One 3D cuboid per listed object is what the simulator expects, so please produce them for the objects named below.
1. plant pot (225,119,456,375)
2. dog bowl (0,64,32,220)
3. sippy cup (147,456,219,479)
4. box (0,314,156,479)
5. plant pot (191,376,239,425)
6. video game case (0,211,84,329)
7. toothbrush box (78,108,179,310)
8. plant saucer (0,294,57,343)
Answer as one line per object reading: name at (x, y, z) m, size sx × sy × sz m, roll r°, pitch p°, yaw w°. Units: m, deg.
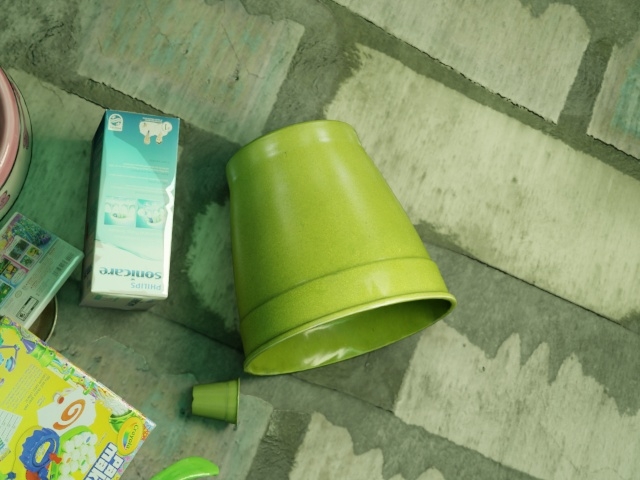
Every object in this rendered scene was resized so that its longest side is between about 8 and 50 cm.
plant pot at (0.000, 0.000, 1.939) m, size 0.366 × 0.366 × 0.353 m, roll -12°, pitch 73°, yaw -19°
dog bowl at (-0.663, -0.178, 1.836) m, size 0.408 × 0.150 × 0.408 m, roll 3°, pitch 80°, yaw -17°
sippy cup at (-0.211, 0.503, 1.829) m, size 0.224 × 0.305 × 0.240 m, roll -12°, pitch 63°, yaw -39°
box at (-0.452, 0.313, 1.693) m, size 0.279 × 0.177 × 0.290 m, roll 40°, pitch 67°, yaw -13°
plant pot at (-0.179, 0.272, 1.961) m, size 0.079 × 0.083 × 0.083 m, roll 4°, pitch 80°, yaw -5°
video game case at (-0.483, 0.049, 1.858) m, size 0.143 × 0.019 × 0.157 m, roll 30°, pitch 72°, yaw 16°
toothbrush box at (-0.316, -0.042, 1.891) m, size 0.126 × 0.216 × 0.295 m, roll 5°, pitch 81°, yaw -16°
plant saucer at (-0.533, 0.113, 1.890) m, size 0.198 × 0.036 × 0.199 m, roll 3°, pitch 81°, yaw -17°
